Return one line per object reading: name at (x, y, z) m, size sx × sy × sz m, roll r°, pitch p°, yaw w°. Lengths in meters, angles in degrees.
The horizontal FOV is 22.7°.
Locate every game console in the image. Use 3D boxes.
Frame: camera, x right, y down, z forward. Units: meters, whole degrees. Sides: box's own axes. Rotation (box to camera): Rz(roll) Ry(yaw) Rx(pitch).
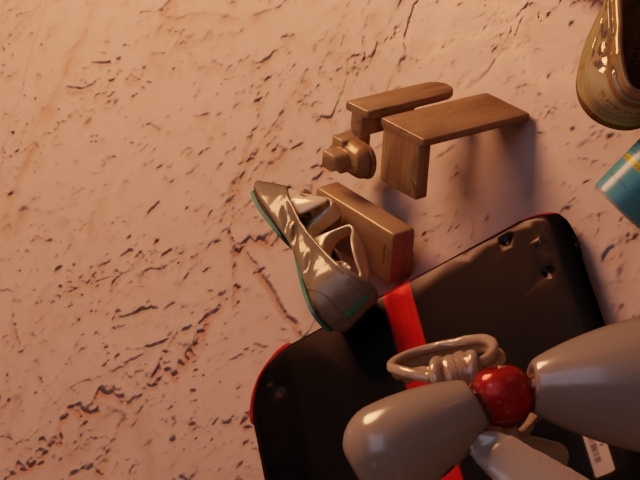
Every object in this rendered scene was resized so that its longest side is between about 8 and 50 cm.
game console at (0.108, 0.204, 1.309) m, size 0.342 × 0.060 × 0.386 m, roll -28°, pitch 56°, yaw 22°

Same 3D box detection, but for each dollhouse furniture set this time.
dollhouse furniture set at (0.088, -0.060, 1.452) m, size 0.144 × 0.123 × 0.151 m, roll 33°, pitch 129°, yaw 44°

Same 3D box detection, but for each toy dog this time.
toy dog at (0.200, 0.144, 1.138) m, size 0.333 × 0.220 × 0.161 m, roll -15°, pitch 97°, yaw 17°

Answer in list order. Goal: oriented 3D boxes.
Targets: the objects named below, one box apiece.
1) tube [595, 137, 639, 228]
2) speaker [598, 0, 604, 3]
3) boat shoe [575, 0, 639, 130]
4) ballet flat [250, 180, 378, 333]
tube at (0.309, -0.099, 1.267) m, size 0.207 × 0.052 × 0.080 m, roll -47°, pitch 49°, yaw 9°
speaker at (0.227, -0.249, 1.393) m, size 0.055 × 0.055 × 0.136 m, roll -56°, pitch 47°, yaw 7°
boat shoe at (0.281, -0.230, 1.285) m, size 0.104 × 0.089 × 0.285 m, roll 13°, pitch 80°, yaw -2°
ballet flat at (0.000, 0.000, 1.432) m, size 0.068 × 0.072 × 0.213 m, roll -40°, pitch 40°, yaw 10°
